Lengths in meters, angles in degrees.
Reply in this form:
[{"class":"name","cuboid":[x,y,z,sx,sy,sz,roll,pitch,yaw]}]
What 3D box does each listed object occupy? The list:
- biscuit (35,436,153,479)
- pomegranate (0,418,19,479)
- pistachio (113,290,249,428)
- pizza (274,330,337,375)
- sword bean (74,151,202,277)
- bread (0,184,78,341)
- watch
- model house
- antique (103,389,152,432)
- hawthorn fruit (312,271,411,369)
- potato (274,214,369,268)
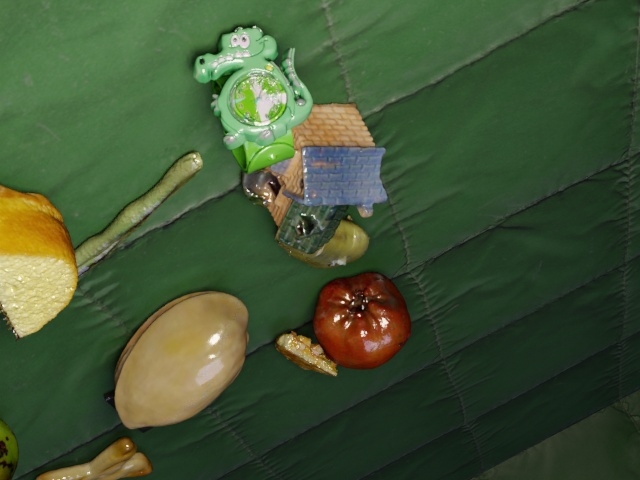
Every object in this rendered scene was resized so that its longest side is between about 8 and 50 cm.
[{"class":"biscuit","cuboid":[-0.455,0.468,1.998,0.208,0.047,0.164,-24,149,-7]},{"class":"pomegranate","cuboid":[-0.597,0.355,1.633,0.156,0.156,0.220,-38,143,16]},{"class":"pistachio","cuboid":[-0.230,0.199,1.677,0.293,0.162,0.181,-40,116,18]},{"class":"pizza","cuboid":[-0.021,0.219,1.920,0.175,0.134,0.046,79,34,-73]},{"class":"sword bean","cuboid":[-0.266,-0.037,1.424,0.269,0.038,0.043,-39,172,17]},{"class":"bread","cuboid":[-0.394,0.018,1.319,0.134,0.129,0.260,-28,151,-15]},{"class":"watch","cuboid":[-0.086,-0.178,1.285,0.131,0.165,0.152,-23,173,-10]},{"class":"model house","cuboid":[-0.008,-0.078,1.433,0.167,0.172,0.183,-7,143,-33]},{"class":"antique","cuboid":[-0.362,0.326,1.894,0.031,0.015,0.192,-27,149,-2]},{"class":"hawthorn fruit","cuboid":[0.074,0.162,1.839,0.185,0.185,0.202,-19,147,-14]},{"class":"potato","cuboid":[0.000,0.000,1.639,0.105,0.085,0.188,-44,141,21]}]
